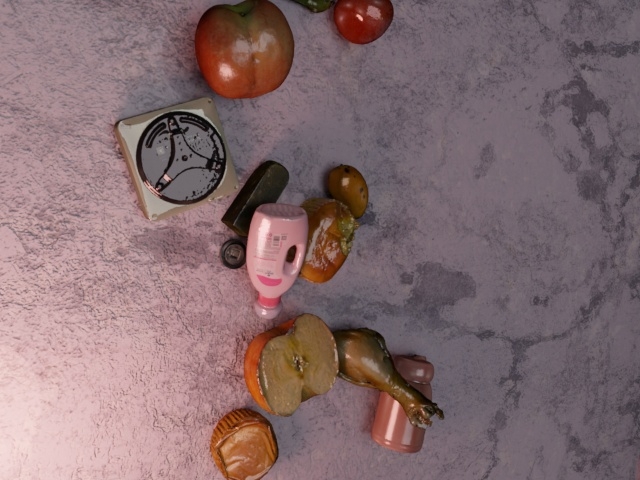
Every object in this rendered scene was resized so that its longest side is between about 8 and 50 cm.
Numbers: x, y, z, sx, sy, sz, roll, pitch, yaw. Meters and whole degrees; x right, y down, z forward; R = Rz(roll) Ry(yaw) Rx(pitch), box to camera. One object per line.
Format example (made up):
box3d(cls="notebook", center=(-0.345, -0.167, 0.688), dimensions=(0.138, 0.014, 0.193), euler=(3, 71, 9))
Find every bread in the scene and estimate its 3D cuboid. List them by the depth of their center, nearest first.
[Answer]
box3d(cls="bread", center=(-0.218, 0.580, 1.749), dimensions=(0.199, 0.104, 0.199), euler=(-4, 98, -28))
box3d(cls="bread", center=(0.000, 0.000, 1.785), dimensions=(0.179, 0.133, 0.250), euler=(36, 77, -27))

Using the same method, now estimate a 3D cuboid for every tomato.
box3d(cls="tomato", center=(0.128, -0.636, 1.751), dimensions=(0.167, 0.167, 0.167), euler=(-5, 100, -32))

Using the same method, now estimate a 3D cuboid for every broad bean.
box3d(cls="broad bean", center=(-0.070, -0.679, 1.684), dimensions=(0.256, 0.052, 0.053), euler=(12, 131, -36))

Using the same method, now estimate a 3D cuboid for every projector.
box3d(cls="projector", center=(-0.353, -0.207, 1.555), dimensions=(0.257, 0.079, 0.259), euler=(-24, 108, -27))

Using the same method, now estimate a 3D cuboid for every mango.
box3d(cls="mango", center=(0.089, -0.150, 1.842), dimensions=(0.115, 0.090, 0.178), euler=(-53, 125, -19))

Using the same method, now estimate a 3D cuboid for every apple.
box3d(cls="apple", center=(-0.107, 0.348, 1.749), dimensions=(0.293, 0.163, 0.251), euler=(-22, 99, -42))

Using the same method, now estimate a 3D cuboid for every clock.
box3d(cls="clock", center=(-0.239, 0.037, 1.702), dimensions=(0.085, 0.017, 0.085), euler=(-6, 101, -32))

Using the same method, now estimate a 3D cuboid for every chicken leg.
box3d(cls="chicken leg", center=(0.192, 0.421, 1.881), dimensions=(0.429, 0.153, 0.201), euler=(41, 49, 1))

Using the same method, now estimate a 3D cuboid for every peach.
box3d(cls="peach", center=(-0.188, -0.472, 1.536), dimensions=(0.252, 0.252, 0.252), euler=(-5, 100, -32))

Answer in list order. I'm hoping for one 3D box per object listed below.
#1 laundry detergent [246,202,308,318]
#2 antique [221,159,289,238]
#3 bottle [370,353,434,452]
box3d(cls="laundry detergent", center=(-0.124, 0.062, 1.672), dimensions=(0.159, 0.088, 0.335), euler=(3, 122, -10))
box3d(cls="antique", center=(-0.171, -0.117, 1.688), dimensions=(0.081, 0.080, 0.221), euler=(40, 74, -32))
box3d(cls="bottle", center=(0.282, 0.525, 2.034), dimensions=(0.206, 0.173, 0.297), euler=(15, 86, -65))
